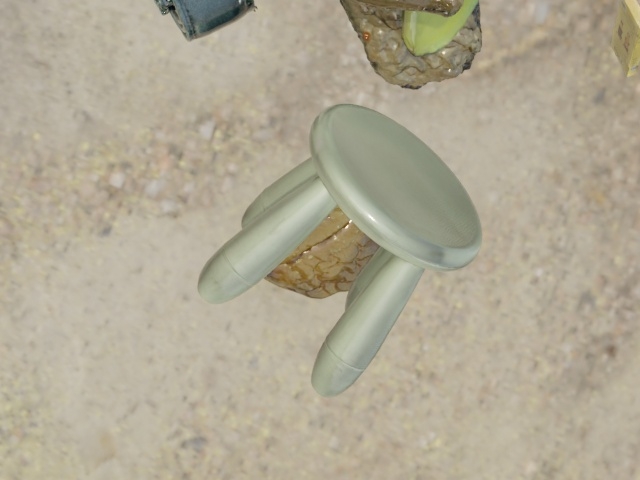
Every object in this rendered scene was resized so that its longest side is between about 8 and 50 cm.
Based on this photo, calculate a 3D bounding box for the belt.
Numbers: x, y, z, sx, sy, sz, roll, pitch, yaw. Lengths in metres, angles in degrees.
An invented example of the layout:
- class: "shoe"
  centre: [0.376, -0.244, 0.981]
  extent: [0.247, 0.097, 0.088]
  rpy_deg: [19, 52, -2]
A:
- class: "belt"
  centre: [-0.169, -0.351, 1.417]
  extent: [0.116, 0.268, 0.206]
  rpy_deg: [-26, 167, -5]

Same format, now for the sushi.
- class: "sushi"
  centre: [0.132, -0.365, 1.862]
  extent: [0.350, 0.210, 0.171]
  rpy_deg: [65, 17, -54]

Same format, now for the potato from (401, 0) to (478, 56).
- class: "potato"
  centre: [0.158, -0.338, 1.670]
  extent: [0.119, 0.054, 0.198]
  rpy_deg: [-2, 120, -33]

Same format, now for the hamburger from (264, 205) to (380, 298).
- class: "hamburger"
  centre: [0.000, 0.000, 1.696]
  extent: [0.183, 0.130, 0.206]
  rpy_deg: [-32, 161, 9]

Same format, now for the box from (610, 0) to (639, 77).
- class: "box"
  centre: [0.500, -0.332, 2.081]
  extent: [0.020, 0.073, 0.149]
  rpy_deg: [-18, 155, -4]

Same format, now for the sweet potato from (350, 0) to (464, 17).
- class: "sweet potato"
  centre: [0.021, -0.312, 1.351]
  extent: [0.085, 0.285, 0.112]
  rpy_deg: [-59, -172, -31]

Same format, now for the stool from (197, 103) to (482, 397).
- class: "stool"
  centre: [0.019, 0.003, 1.214]
  extent: [0.199, 0.195, 0.195]
  rpy_deg: [-46, -173, 27]
